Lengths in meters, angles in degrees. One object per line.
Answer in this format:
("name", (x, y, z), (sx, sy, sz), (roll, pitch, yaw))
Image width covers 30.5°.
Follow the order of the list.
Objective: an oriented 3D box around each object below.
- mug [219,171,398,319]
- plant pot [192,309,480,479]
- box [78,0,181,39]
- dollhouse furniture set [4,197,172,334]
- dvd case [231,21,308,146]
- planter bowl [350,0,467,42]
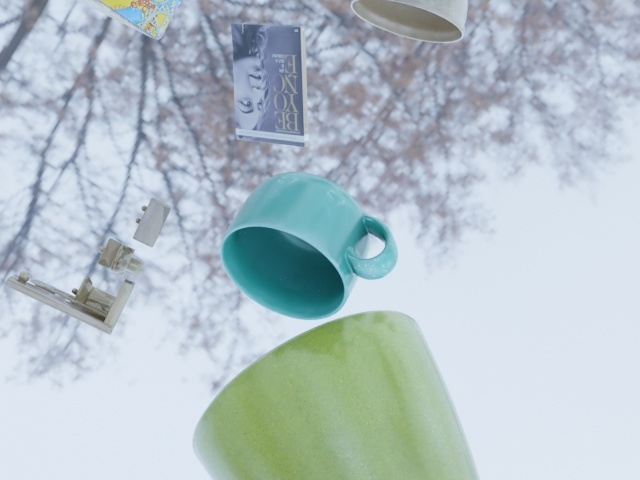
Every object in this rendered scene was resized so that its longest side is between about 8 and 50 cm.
("mug", (-0.006, 0.003, 1.122), (0.158, 0.129, 0.097), (25, -129, 4))
("plant pot", (0.056, 0.268, 1.177), (0.275, 0.275, 0.293), (6, -137, -47))
("box", (-0.205, -0.380, 1.017), (0.177, 0.290, 0.279), (31, 179, 44))
("dollhouse furniture set", (-0.254, 0.003, 1.308), (0.123, 0.151, 0.144), (26, 179, -8))
("dvd case", (-0.094, -0.288, 2.166), (0.165, 0.221, 0.018), (10, -159, 35))
("planter bowl", (0.133, -0.353, 1.623), (0.162, 0.109, 0.162), (15, 175, 1))
